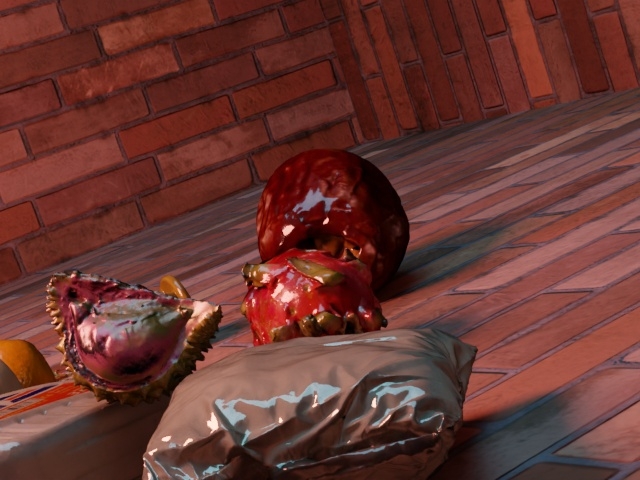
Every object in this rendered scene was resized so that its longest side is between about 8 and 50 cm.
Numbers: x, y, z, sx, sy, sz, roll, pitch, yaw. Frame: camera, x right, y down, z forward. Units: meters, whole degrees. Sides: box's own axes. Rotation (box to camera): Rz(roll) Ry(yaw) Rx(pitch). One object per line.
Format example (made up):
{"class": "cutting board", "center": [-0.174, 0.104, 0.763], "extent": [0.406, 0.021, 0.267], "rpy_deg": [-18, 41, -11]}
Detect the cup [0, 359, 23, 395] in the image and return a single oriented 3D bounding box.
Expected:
{"class": "cup", "center": [-0.411, 0.239, 1.524], "extent": [0.173, 0.255, 0.202], "rpy_deg": [-61, -13, 23]}

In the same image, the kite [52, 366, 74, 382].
{"class": "kite", "center": [-0.360, 0.192, 2.122], "extent": [0.244, 0.006, 0.198], "rpy_deg": [-25, 10, -40]}

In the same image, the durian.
{"class": "durian", "center": [-0.182, 0.108, 1.281], "extent": [0.186, 0.119, 0.108], "rpy_deg": [10, 59, 15]}

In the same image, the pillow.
{"class": "pillow", "center": [-0.005, 0.149, 1.124], "extent": [0.283, 0.138, 0.310], "rpy_deg": [-17, 5, 6]}

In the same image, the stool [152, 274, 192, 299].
{"class": "stool", "center": [-0.240, 0.120, 1.977], "extent": [0.110, 0.134, 0.135], "rpy_deg": [-23, -36, -23]}

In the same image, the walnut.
{"class": "walnut", "center": [0.000, 0.000, 1.971], "extent": [0.244, 0.221, 0.269], "rpy_deg": [-49, 6, 20]}

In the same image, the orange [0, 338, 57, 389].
{"class": "orange", "center": [-0.395, 0.188, 1.708], "extent": [0.156, 0.134, 0.156], "rpy_deg": [12, -19, 4]}

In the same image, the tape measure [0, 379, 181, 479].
{"class": "tape measure", "center": [-0.261, 0.214, 1.323], "extent": [0.246, 0.125, 0.243], "rpy_deg": [-8, 6, 38]}

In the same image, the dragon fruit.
{"class": "dragon fruit", "center": [-0.007, 0.080, 1.566], "extent": [0.166, 0.160, 0.172], "rpy_deg": [26, -13, -30]}
